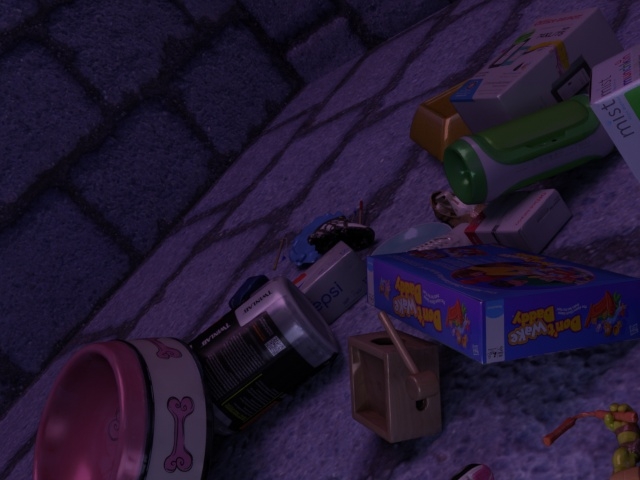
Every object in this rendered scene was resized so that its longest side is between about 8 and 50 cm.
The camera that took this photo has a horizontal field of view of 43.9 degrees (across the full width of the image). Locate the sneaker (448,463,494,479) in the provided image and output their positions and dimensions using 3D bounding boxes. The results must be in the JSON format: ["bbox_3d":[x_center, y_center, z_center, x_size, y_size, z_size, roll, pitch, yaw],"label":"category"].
[{"bbox_3d":[0.133,0.325,0.941,0.170,0.063,0.075,-48,26,-9],"label":"sneaker"}]

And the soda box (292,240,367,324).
[{"bbox_3d":[-0.025,0.132,1.639,0.286,0.098,0.091,-41,18,-2],"label":"soda box"}]

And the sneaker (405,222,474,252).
[{"bbox_3d":[0.205,0.037,1.425,0.235,0.095,0.090,-47,18,-27],"label":"sneaker"}]

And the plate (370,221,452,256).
[{"bbox_3d":[0.180,0.026,1.575,0.188,0.024,0.188,-24,22,11],"label":"plate"}]

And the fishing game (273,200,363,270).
[{"bbox_3d":[0.000,0.000,1.993,0.264,0.041,0.189,-26,30,21],"label":"fishing game"}]

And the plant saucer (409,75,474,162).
[{"bbox_3d":[0.375,-0.321,1.854,0.333,0.081,0.333,-28,19,2],"label":"plant saucer"}]

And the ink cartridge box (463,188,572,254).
[{"bbox_3d":[0.339,-0.030,1.370,0.109,0.063,0.150,-45,19,-18],"label":"ink cartridge box"}]

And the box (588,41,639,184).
[{"bbox_3d":[0.511,-0.151,1.013,0.231,0.262,0.126,-26,23,33],"label":"box"}]

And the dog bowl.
[{"bbox_3d":[-0.357,0.355,1.364,0.408,0.150,0.407,-24,58,44],"label":"dog bowl"}]

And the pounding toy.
[{"bbox_3d":[0.124,0.180,1.102,0.094,0.181,0.206,-6,6,-23],"label":"pounding toy"}]

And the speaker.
[{"bbox_3d":[0.371,-0.161,1.387,0.297,0.131,0.131,-20,15,-11],"label":"speaker"}]

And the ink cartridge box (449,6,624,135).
[{"bbox_3d":[0.443,-0.290,1.562,0.270,0.197,0.198,-42,19,-9],"label":"ink cartridge box"}]

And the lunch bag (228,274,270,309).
[{"bbox_3d":[-0.137,0.116,1.627,0.065,0.067,0.098,-13,31,54],"label":"lunch bag"}]

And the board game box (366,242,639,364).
[{"bbox_3d":[0.237,0.073,1.110,0.233,0.078,0.347,-5,9,-18],"label":"board game box"}]

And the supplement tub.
[{"bbox_3d":[-0.139,0.229,1.481,0.316,0.193,0.193,-38,18,4],"label":"supplement tub"}]

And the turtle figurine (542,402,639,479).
[{"bbox_3d":[0.321,0.244,0.737,0.217,0.087,0.269,-21,17,27],"label":"turtle figurine"}]

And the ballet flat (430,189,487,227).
[{"bbox_3d":[0.272,-0.064,1.570,0.073,0.067,0.206,-42,19,-12],"label":"ballet flat"}]

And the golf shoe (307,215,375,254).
[{"bbox_3d":[0.056,-0.027,1.855,0.198,0.077,0.094,-5,41,45],"label":"golf shoe"}]
